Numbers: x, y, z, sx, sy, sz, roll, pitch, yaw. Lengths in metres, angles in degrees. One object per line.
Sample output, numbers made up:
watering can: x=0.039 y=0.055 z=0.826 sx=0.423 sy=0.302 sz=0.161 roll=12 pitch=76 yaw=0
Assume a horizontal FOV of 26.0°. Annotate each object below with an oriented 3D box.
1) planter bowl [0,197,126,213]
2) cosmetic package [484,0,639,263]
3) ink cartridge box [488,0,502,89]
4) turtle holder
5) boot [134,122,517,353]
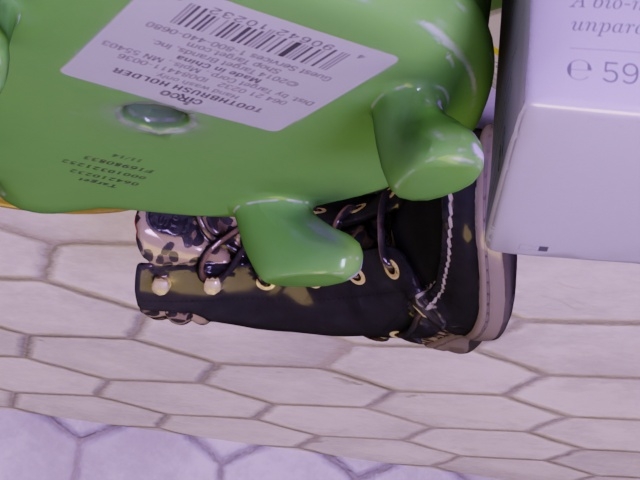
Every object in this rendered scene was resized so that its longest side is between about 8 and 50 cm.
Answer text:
planter bowl: x=-0.193 y=-0.094 z=0.891 sx=0.217 sy=0.090 sz=0.217 roll=6 pitch=162 yaw=2
cosmetic package: x=0.180 y=-0.112 z=0.486 sx=0.224 sy=0.224 sz=0.138 roll=5 pitch=160 yaw=3
ink cartridge box: x=0.164 y=-0.131 z=0.702 sx=0.209 sy=0.062 sz=0.109 roll=-10 pitch=156 yaw=41
turtle holder: x=-0.053 y=-0.112 z=0.560 sx=0.243 sy=0.227 sz=0.320 roll=5 pitch=163 yaw=1
boot: x=0.000 y=0.000 z=1.066 sx=0.284 sy=0.138 sz=0.377 roll=6 pitch=168 yaw=0
